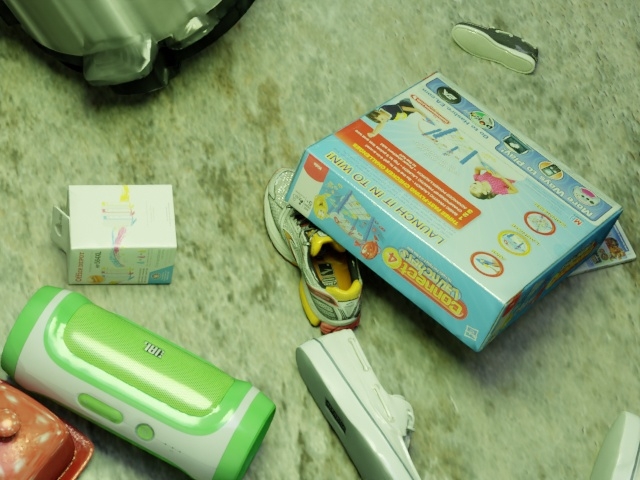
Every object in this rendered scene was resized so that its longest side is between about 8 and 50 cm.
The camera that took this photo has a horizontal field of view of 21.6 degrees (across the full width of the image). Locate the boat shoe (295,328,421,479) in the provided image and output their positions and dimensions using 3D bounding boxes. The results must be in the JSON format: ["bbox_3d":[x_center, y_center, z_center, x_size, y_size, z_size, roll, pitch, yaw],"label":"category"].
[{"bbox_3d":[0.067,0.208,1.932,0.084,0.095,0.258,-24,67,-19],"label":"boat shoe"}]

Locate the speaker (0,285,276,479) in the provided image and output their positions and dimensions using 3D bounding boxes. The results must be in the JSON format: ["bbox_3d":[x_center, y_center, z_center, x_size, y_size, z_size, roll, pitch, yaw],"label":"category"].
[{"bbox_3d":[-0.204,0.164,1.885,0.296,0.131,0.131,27,57,5],"label":"speaker"}]

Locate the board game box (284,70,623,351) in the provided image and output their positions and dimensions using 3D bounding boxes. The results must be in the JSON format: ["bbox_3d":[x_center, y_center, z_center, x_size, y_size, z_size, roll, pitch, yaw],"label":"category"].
[{"bbox_3d":[0.167,-0.045,2.057,0.308,0.086,0.302,39,41,17],"label":"board game box"}]

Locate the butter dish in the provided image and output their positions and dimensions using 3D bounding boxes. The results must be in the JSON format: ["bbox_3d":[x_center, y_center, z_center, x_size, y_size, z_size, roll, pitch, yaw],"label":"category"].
[{"bbox_3d":[-0.345,0.220,1.823,0.160,0.118,0.160,33,57,8],"label":"butter dish"}]

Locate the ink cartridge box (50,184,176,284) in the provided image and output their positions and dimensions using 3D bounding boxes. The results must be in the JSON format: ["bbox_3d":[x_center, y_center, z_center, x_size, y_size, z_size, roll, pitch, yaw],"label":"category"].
[{"bbox_3d":[-0.248,-0.006,2.001,0.143,0.092,0.090,-1,60,-11],"label":"ink cartridge box"}]

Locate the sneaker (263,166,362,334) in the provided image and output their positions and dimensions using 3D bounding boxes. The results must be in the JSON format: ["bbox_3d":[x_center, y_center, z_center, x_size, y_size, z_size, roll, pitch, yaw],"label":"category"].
[{"bbox_3d":[0.000,0.000,2.049,0.088,0.093,0.225,-16,63,-21],"label":"sneaker"}]

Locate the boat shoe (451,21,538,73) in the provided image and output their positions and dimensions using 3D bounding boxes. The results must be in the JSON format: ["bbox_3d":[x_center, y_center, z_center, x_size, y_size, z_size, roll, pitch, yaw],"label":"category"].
[{"bbox_3d":[0.240,-0.271,2.298,0.125,0.046,0.038,22,57,-1],"label":"boat shoe"}]

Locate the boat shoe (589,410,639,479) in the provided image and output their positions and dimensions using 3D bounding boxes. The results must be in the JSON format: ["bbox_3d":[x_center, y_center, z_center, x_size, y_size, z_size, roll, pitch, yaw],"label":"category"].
[{"bbox_3d":[0.355,0.328,1.921,0.088,0.096,0.267,17,58,-6],"label":"boat shoe"}]

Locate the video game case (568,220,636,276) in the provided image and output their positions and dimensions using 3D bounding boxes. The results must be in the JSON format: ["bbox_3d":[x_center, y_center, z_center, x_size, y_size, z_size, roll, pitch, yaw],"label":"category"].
[{"bbox_3d":[0.337,0.001,2.169,0.122,0.011,0.087,-13,61,-19],"label":"video game case"}]

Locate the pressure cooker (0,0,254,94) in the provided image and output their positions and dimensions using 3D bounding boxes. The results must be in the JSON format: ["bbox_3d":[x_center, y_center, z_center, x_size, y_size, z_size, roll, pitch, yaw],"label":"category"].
[{"bbox_3d":[-0.256,-0.406,2.075,0.370,0.420,0.375,-46,53,-11],"label":"pressure cooker"}]
